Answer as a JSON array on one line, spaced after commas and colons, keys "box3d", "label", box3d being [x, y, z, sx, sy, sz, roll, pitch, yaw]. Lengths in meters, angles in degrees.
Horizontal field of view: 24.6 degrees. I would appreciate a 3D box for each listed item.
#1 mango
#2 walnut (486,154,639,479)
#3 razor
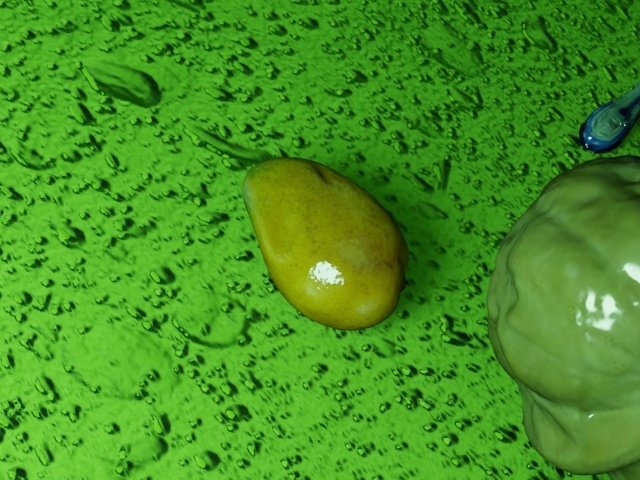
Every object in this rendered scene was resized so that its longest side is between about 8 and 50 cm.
[{"box3d": [0.007, 0.000, 1.191, 0.115, 0.089, 0.165, -9, 52, -23], "label": "mango"}, {"box3d": [0.262, 0.066, 1.121, 0.253, 0.282, 0.277, -20, 13, 0], "label": "walnut"}, {"box3d": [0.366, -0.175, 1.567, 0.093, 0.056, 0.324, 43, 45, 11], "label": "razor"}]
